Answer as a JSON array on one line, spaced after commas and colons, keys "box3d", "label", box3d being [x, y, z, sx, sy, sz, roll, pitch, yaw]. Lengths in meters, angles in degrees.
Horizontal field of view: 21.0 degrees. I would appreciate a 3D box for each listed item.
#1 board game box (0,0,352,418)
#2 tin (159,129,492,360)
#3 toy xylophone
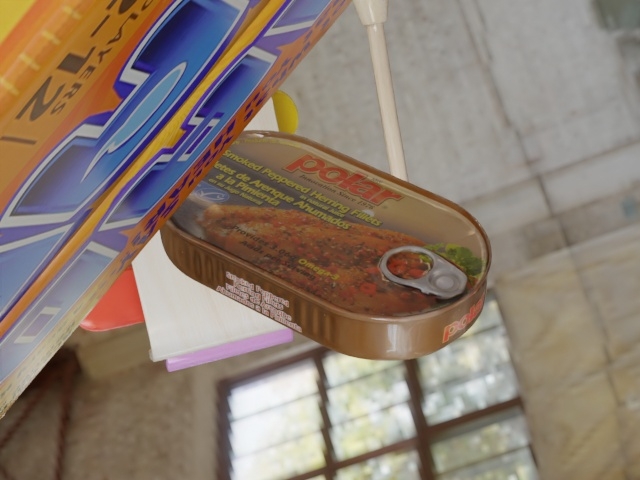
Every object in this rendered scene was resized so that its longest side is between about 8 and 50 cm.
[{"box3d": [-0.179, -0.158, 0.579, 0.356, 0.356, 0.356, 41, -174, 3], "label": "board game box"}, {"box3d": [0.000, 0.000, 0.895, 0.106, 0.190, 0.040, -42, -35, -35], "label": "tin"}, {"box3d": [-0.060, -0.065, 1.169, 0.081, 0.236, 0.322, -134, 40, -74], "label": "toy xylophone"}]
